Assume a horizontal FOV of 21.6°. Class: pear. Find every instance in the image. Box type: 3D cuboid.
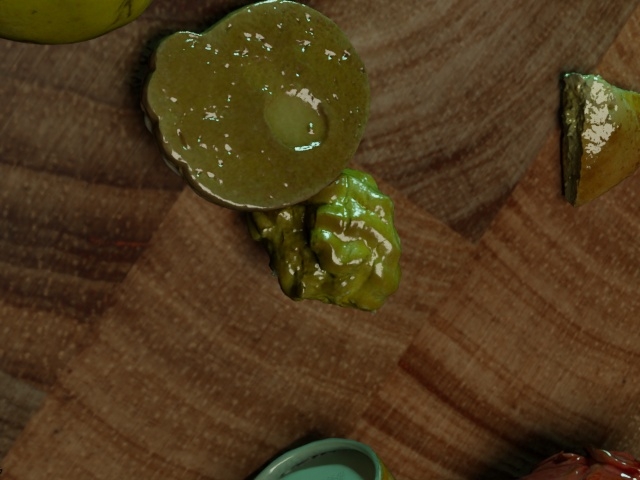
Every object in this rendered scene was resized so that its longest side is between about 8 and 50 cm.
[{"bbox_3d":[-0.217,-0.238,1.265,0.200,0.200,0.200,-13,117,-27],"label":"pear"}]

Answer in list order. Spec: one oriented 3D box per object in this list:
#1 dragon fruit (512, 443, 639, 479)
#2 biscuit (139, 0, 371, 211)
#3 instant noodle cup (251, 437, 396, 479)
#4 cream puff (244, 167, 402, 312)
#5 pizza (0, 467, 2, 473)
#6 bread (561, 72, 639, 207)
[{"bbox_3d":[0.288,0.365,1.795,0.342,0.277,0.277,-44,127,-10],"label":"dragon fruit"},{"bbox_3d":[-0.055,-0.117,1.477,0.208,0.049,0.181,-30,98,-26],"label":"biscuit"},{"bbox_3d":[0.018,0.311,1.649,0.216,0.216,0.172,-35,118,-15],"label":"instant noodle cup"},{"bbox_3d":[0.000,0.000,1.537,0.116,0.146,0.146,-10,116,-27],"label":"cream puff"},{"bbox_3d":[-0.346,0.245,1.477,0.147,0.069,0.226,-48,134,-33],"label":"pizza"},{"bbox_3d":[0.290,-0.095,1.730,0.154,0.054,0.136,17,104,-33],"label":"bread"}]
